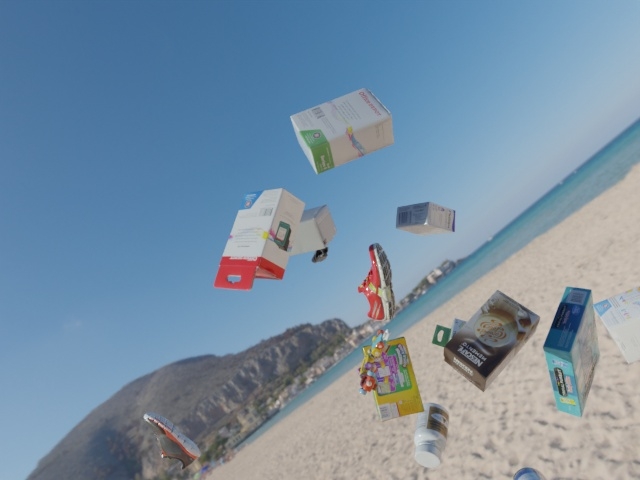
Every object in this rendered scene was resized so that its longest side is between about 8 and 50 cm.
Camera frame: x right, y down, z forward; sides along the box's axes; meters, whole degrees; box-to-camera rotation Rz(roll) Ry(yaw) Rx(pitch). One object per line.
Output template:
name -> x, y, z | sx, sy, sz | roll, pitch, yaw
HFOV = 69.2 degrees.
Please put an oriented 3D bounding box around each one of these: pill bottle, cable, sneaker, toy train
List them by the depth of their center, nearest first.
sneaker -> -0.350, 0.458, 1.051 | 0.065, 0.158, 0.061 | -50, -5, -12
toy train -> 0.142, 0.304, 1.155 | 0.166, 0.046, 0.125 | -63, 6, -12
pill bottle -> 0.732, 0.865, 1.568 | 0.123, 0.123, 0.219 | -40, -13, 4
cable -> 0.000, 0.000, 1.577 | 0.047, 0.151, 0.184 | 6, -16, -5
sneaker -> 0.184, 0.148, 1.609 | 0.118, 0.279, 0.107 | -5, 8, 22
pill bottle -> 0.454, 0.797, 1.902 | 0.131, 0.131, 0.229 | -49, 7, 37

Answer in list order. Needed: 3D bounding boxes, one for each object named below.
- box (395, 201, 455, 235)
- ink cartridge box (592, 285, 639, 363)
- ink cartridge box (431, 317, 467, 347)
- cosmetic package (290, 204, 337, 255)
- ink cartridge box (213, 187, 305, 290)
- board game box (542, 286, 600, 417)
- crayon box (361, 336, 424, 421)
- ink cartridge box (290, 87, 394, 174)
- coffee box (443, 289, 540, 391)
box -> 0.326, -0.065, 1.435 | 0.137, 0.072, 0.126 | 13, -12, -38
ink cartridge box -> 0.614, 0.145, 0.867 | 0.143, 0.090, 0.092 | -32, 13, 22
ink cartridge box -> 0.520, 0.351, 1.680 | 0.109, 0.209, 0.062 | -56, -24, -48
cosmetic package -> -0.084, -0.019, 1.386 | 0.238, 0.107, 0.127 | -17, 18, 24
ink cartridge box -> -0.133, 0.008, 1.009 | 0.134, 0.231, 0.078 | -1, -25, 43
board game box -> 0.809, 0.356, 1.482 | 0.079, 0.336, 0.254 | 7, 45, 42
crayon box -> 0.269, 0.517, 1.744 | 0.165, 0.278, 0.081 | -13, -13, -3
ink cartridge box -> 0.054, -0.274, 1.146 | 0.212, 0.154, 0.093 | -24, -41, -4
coffee box -> 0.481, 0.279, 1.307 | 0.246, 0.141, 0.098 | -41, -36, -19
